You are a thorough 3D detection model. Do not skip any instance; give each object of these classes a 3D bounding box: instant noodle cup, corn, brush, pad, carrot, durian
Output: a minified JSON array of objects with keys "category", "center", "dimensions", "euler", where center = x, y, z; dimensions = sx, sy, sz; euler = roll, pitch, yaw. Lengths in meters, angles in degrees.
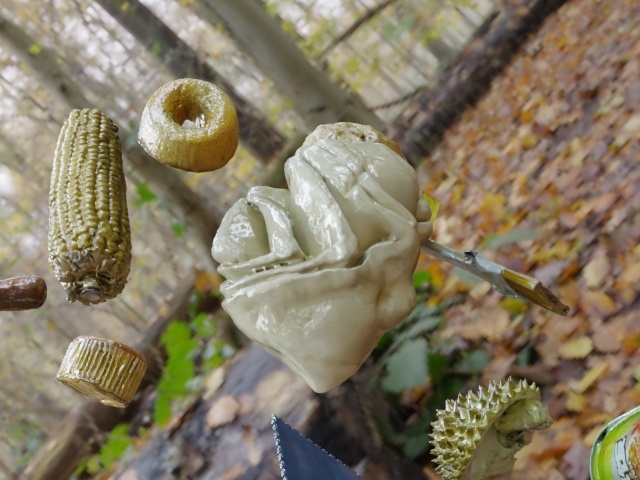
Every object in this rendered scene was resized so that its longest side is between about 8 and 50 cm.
[{"category":"instant noodle cup","center":[0.589,0.358,1.830],"dimensions":[0.294,0.294,0.308],"euler":[-48,-13,-11]},{"category":"corn","center":[-0.305,-0.051,1.546],"dimensions":[0.115,0.115,0.318],"euler":[-47,39,33]},{"category":"brush","center":[0.166,0.023,1.440],"dimensions":[0.020,0.085,0.336],"euler":[-57,36,-6]},{"category":"pad","center":[0.018,0.457,2.106],"dimensions":[0.012,0.269,0.270],"euler":[-42,27,14]},{"category":"carrot","center":[-0.503,0.085,1.805],"dimensions":[0.161,0.055,0.055],"euler":[-6,-5,-7]},{"category":"durian","center":[0.313,0.333,2.079],"dimensions":[0.172,0.166,0.306],"euler":[-31,-13,34]}]

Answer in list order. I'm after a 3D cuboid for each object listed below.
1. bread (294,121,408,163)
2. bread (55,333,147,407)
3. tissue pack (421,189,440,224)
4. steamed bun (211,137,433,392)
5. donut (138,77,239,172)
[{"category":"bread","center":[0.065,-0.094,2.007],"dimensions":[0.134,0.244,0.244],"euler":[-14,25,45]},{"category":"bread","center":[-0.386,0.226,2.077],"dimensions":[0.190,0.132,0.114],"euler":[-18,47,59]},{"category":"tissue pack","center":[0.162,-0.038,2.223],"dimensions":[0.062,0.095,0.176],"euler":[-57,2,32]},{"category":"steamed bun","center":[-0.001,-0.001,1.394],"dimensions":[0.289,0.203,0.276],"euler":[-52,22,-3]},{"category":"donut","center":[-0.206,-0.192,1.867],"dimensions":[0.065,0.162,0.178],"euler":[109,162,-47]}]
